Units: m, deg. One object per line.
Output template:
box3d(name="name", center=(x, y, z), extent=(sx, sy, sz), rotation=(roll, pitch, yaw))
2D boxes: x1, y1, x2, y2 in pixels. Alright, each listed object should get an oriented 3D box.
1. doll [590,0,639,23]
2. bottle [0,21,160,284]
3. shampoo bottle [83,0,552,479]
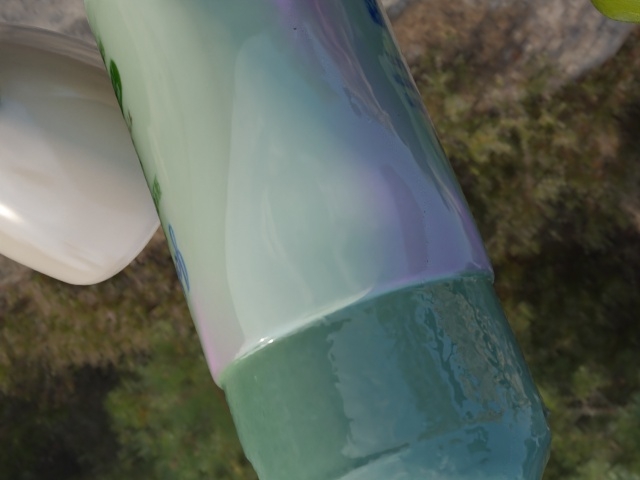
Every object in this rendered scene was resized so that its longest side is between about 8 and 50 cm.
box3d(name="doll", center=(0.160, -0.166, 0.658), extent=(0.135, 0.221, 0.142), rotation=(-2, 112, -57))
box3d(name="bottle", center=(-0.213, -0.078, 0.808), extent=(0.237, 0.147, 0.147), rotation=(27, 105, -33))
box3d(name="shampoo bottle", center=(0.000, 0.000, 0.659), extent=(0.151, 0.349, 0.222), rotation=(-20, 164, -7))
